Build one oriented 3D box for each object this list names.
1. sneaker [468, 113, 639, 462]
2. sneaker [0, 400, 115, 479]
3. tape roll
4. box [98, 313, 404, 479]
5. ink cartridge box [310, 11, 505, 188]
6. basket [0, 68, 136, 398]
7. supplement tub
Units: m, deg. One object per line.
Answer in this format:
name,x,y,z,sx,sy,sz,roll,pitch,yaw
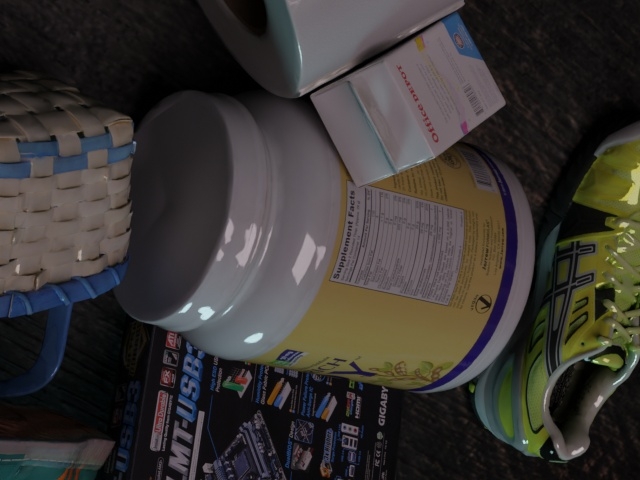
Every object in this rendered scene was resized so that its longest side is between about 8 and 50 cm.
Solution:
sneaker,0.297,0.056,1.983,0.145,0.147,0.385,11,107,-33
sneaker,-0.258,0.202,1.591,0.121,0.108,0.302,-66,165,-2
tape roll,-0.011,-0.262,1.565,0.169,0.246,0.246,-30,126,-15
box,-0.065,0.226,1.789,0.293,0.073,0.296,18,69,-30
ink cartridge box,0.068,-0.114,1.591,0.143,0.090,0.092,-35,100,-48
basket,-0.278,0.011,1.556,0.254,0.201,0.289,-10,119,-55
supplement tub,0.000,0.000,1.712,0.331,0.241,0.241,13,107,-35
